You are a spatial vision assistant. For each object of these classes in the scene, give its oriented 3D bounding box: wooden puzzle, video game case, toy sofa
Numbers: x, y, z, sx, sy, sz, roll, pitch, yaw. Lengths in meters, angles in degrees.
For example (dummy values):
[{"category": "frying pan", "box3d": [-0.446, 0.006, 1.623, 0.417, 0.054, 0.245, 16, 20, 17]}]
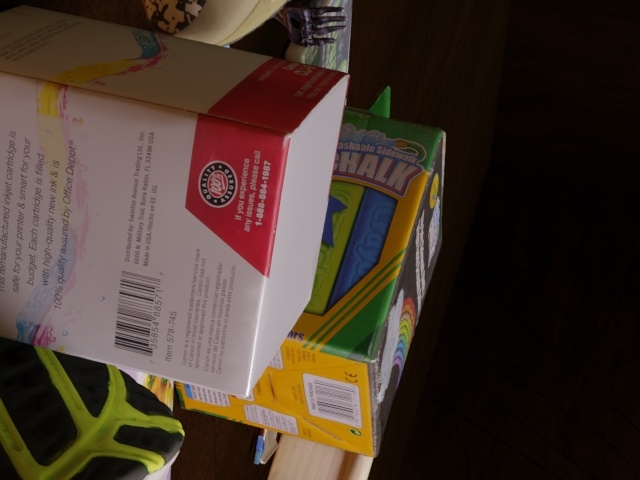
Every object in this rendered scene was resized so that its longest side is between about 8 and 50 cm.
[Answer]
[{"category": "wooden puzzle", "box3d": [-0.056, 0.206, 1.565, 0.116, 0.014, 0.079, -20, 118, -78]}, {"category": "video game case", "box3d": [-0.002, -0.157, 1.374, 0.190, 0.022, 0.173, 92, 15, -45]}, {"category": "toy sofa", "box3d": [0.029, 0.381, 1.784, 0.362, 0.177, 0.150, 78, 28, -64]}]

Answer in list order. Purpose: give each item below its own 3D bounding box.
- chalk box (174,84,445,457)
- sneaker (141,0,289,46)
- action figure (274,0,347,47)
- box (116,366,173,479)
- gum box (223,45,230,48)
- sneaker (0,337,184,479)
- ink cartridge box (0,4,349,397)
[{"category": "chalk box", "box3d": [0.000, 0.000, 1.166, 0.180, 0.179, 0.289, 85, 20, -56]}, {"category": "sneaker", "box3d": [-0.076, -0.283, 0.665, 0.182, 0.158, 0.410, -19, 129, -41]}, {"category": "action figure", "box3d": [0.041, -0.281, 1.139, 0.164, 0.140, 0.276, 84, 24, -50]}, {"category": "box", "box3d": [-0.138, 0.151, 0.926, 0.063, 0.067, 0.324, -61, 162, -53]}, {"category": "gum box", "box3d": [-0.096, -0.048, 0.966, 0.184, 0.041, 0.157, 79, 27, -68]}, {"category": "sneaker", "box3d": [-0.176, 0.144, 0.538, 0.147, 0.145, 0.384, -60, 165, 14]}, {"category": "ink cartridge box", "box3d": [-0.092, -0.025, 0.655, 0.127, 0.176, 0.128, -57, 159, -67]}]
